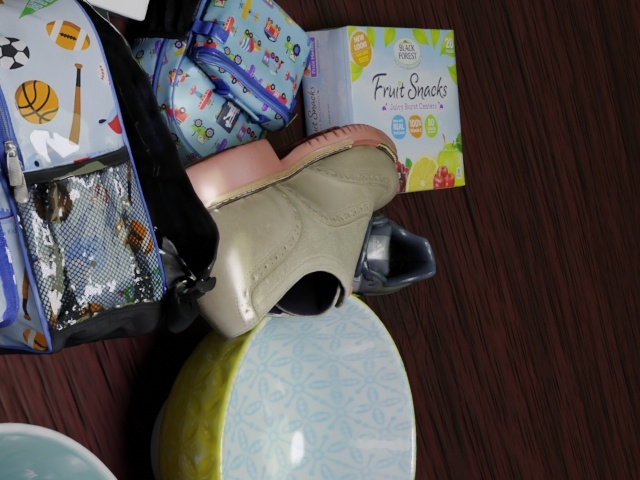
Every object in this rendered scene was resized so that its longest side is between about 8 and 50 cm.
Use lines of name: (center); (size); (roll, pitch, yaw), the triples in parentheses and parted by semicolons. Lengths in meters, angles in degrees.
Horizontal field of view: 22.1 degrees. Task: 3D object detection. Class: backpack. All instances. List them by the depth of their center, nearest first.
backpack: (-0.238, -0.048, 1.154); (0.213, 0.277, 0.263); (-9, 92, -41)
backpack: (-0.100, -0.131, 1.448); (0.158, 0.117, 0.173); (44, 56, -42)

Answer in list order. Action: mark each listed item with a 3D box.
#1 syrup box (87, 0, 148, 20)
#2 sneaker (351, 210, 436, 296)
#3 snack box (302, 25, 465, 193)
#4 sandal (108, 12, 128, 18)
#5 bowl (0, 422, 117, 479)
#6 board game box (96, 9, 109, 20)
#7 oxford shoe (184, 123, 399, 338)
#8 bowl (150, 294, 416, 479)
syrup box: (-0.224, -0.238, 1.208); (0.237, 0.096, 0.093); (10, 96, -57)
sneaker: (0.000, 0.000, 1.570); (0.300, 0.121, 0.111); (4, 84, -54)
snack box: (0.067, -0.135, 1.717); (0.207, 0.070, 0.174); (-7, 94, -55)
sandal: (-0.176, -0.319, 1.406); (0.097, 0.054, 0.254); (-1, 89, -54)
bowl: (-0.273, 0.279, 1.136); (0.311, 0.163, 0.311); (4, 85, -54)
board game box: (-0.222, -0.151, 1.336); (0.126, 0.026, 0.186); (-22, 106, -41)
oxford shoe: (-0.025, -0.005, 1.370); (0.397, 0.140, 0.146); (-20, 84, -62)
bowl: (-0.055, 0.186, 1.450); (0.289, 0.156, 0.289); (7, 81, -54)
